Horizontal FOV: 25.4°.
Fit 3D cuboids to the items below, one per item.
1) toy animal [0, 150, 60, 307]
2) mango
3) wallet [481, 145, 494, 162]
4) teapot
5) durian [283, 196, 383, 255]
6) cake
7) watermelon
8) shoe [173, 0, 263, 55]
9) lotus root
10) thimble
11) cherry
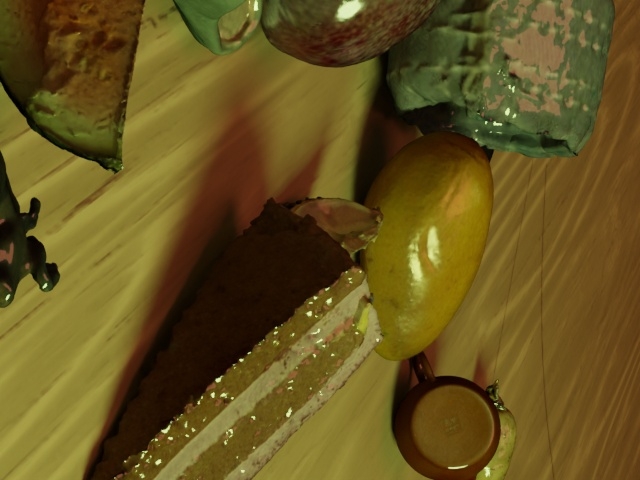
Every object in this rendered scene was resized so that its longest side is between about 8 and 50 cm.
[{"bbox_3d":[-0.202,-0.042,0.700,0.148,0.084,0.233,-77,158,-48],"label":"toy animal"},{"bbox_3d":[0.092,0.006,1.347,0.147,0.109,0.227,5,105,-57],"label":"mango"},{"bbox_3d":[0.184,-0.147,1.639,0.124,0.025,0.244,73,32,-41],"label":"wallet"},{"bbox_3d":[0.129,0.193,1.489,0.116,0.116,0.173,0,68,-67],"label":"teapot"},{"bbox_3d":[0.000,-0.009,1.177,0.130,0.066,0.052,-34,116,-46],"label":"durian"},{"bbox_3d":[-0.055,0.108,1.010,0.295,0.113,0.116,-54,137,-28],"label":"cake"},{"bbox_3d":[-0.131,-0.160,0.770,0.063,0.119,0.245,0,94,-56],"label":"watermelon"},{"bbox_3d":[-0.069,-0.190,0.951,0.079,0.078,0.195,-60,154,-18],"label":"shoe"},{"bbox_3d":[0.204,0.241,1.715,0.072,0.063,0.152,-3,101,-57],"label":"lotus root"},{"bbox_3d":[0.171,-0.178,1.372,0.236,0.205,0.172,24,73,-67],"label":"thimble"},{"bbox_3d":[0.027,-0.219,1.107,0.176,0.140,0.176,18,90,-74],"label":"cherry"}]
